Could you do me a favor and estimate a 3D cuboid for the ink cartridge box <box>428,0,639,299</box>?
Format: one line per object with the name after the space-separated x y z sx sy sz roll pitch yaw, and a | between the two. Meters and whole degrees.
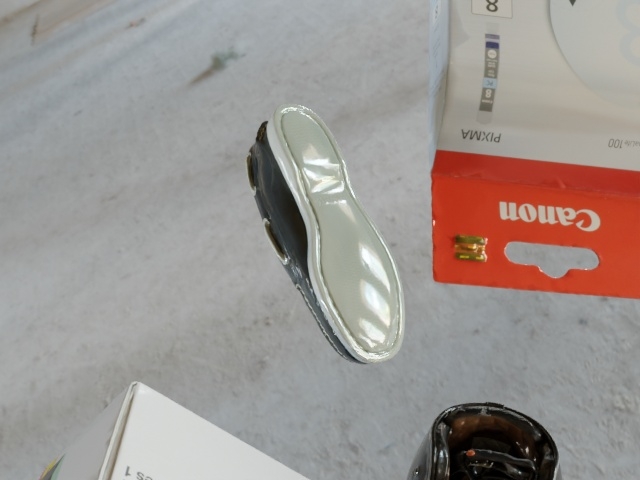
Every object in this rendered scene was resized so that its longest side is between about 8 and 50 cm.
0.286 -0.133 0.896 0.308 0.091 0.385 5 73 -8 | ink cartridge box

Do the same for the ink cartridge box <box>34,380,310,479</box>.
-0.144 0.264 0.574 0.278 0.201 0.117 -44 23 25 | ink cartridge box

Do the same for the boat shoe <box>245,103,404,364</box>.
0.000 0.000 0.821 0.091 0.114 0.303 -41 57 46 | boat shoe

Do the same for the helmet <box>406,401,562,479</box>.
0.157 0.260 0.734 0.169 0.162 0.169 4 21 -1 | helmet
